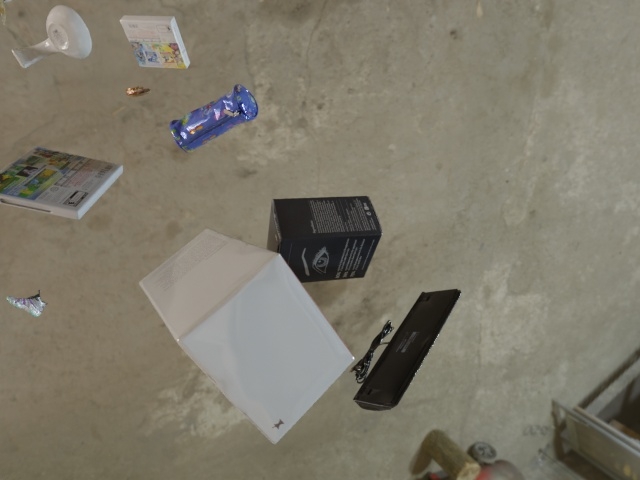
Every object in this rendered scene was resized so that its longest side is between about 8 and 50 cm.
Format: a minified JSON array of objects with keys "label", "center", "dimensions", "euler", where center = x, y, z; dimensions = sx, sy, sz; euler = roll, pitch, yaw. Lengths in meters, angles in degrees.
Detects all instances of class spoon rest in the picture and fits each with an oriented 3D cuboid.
[{"label":"spoon rest","center":[-0.758,-0.571,1.238],"dimensions":[0.137,0.276,0.084],"euler":[68,29,-28]}]

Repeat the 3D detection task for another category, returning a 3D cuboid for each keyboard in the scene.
[{"label":"keyboard","center":[0.172,0.228,0.939],"dimensions":[0.033,0.201,0.317],"euler":[51,59,-13]}]

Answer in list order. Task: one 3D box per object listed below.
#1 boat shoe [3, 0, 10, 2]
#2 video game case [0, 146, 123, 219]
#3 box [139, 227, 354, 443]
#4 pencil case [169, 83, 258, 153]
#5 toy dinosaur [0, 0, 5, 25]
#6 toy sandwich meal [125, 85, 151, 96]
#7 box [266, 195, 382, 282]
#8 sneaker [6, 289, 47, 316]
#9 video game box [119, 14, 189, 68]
[{"label":"boat shoe","center":[-0.947,-0.791,1.268],"dimensions":[0.078,0.219,0.070],"euler":[48,45,-7]},{"label":"video game case","center":[-0.849,-0.193,1.390],"dimensions":[0.299,0.329,0.036],"euler":[12,124,-6]},{"label":"box","center":[-0.141,0.125,0.715],"dimensions":[0.168,0.345,0.215],"euler":[-42,115,-18]},{"label":"pencil case","center":[-0.349,-0.393,1.414],"dimensions":[0.305,0.133,0.119],"euler":[-20,124,21]},{"label":"toy dinosaur","center":[-0.589,-0.466,0.783],"dimensions":[0.092,0.183,0.053],"euler":[-37,104,-13]},{"label":"toy sandwich meal","center":[-0.605,-0.497,1.436],"dimensions":[0.085,0.085,0.029],"euler":[-22,121,-21]},{"label":"box","center":[0.000,0.000,0.884],"dimensions":[0.206,0.108,0.153],"euler":[-2,141,-16]},{"label":"sneaker","center":[-0.847,0.170,1.260],"dimensions":[0.098,0.038,0.069],"euler":[47,62,-37]},{"label":"video game box","center":[-0.621,-0.749,1.641],"dimensions":[0.204,0.048,0.187],"euler":[7,142,9]}]
